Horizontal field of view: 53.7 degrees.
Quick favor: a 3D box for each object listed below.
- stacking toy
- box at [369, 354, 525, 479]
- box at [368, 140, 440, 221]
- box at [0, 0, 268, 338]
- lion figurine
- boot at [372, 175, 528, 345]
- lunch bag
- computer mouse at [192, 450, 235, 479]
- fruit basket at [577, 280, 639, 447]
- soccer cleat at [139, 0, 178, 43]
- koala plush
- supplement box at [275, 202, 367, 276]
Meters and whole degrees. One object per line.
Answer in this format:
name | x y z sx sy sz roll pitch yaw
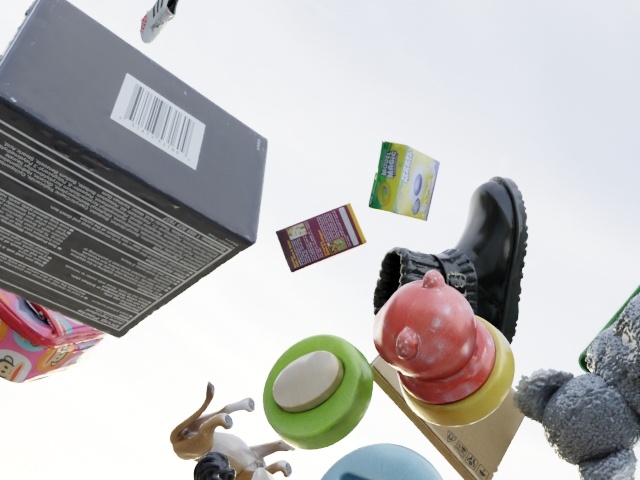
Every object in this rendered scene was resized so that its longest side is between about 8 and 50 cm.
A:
stacking toy | 0.020 0.178 0.601 0.279 0.309 0.130 -5 -39 31
box | 0.171 0.193 0.819 0.201 0.164 0.021 47 -45 5
box | 0.129 -0.090 0.976 0.043 0.179 0.105 14 -86 31
box | -0.269 -0.063 0.732 0.296 0.183 0.294 33 -49 -31
lion figurine | -0.209 0.452 1.336 0.240 0.142 0.392 -24 -60 17
boot | 0.239 0.028 1.173 0.259 0.348 0.131 10 -15 -14
lunch bag | -0.497 0.087 0.984 0.293 0.258 0.120 42 -82 11
computer mouse | -0.158 0.224 0.466 0.042 0.192 0.106 50 -44 29
fruit basket | 0.569 0.176 1.009 0.165 0.327 0.353 39 2 1
soccer cleat | -0.205 -0.289 0.813 0.035 0.029 0.083 40 -77 32
koala plush | 0.358 0.187 0.757 0.221 0.196 0.203 -36 -38 6
supplement box | 0.000 0.000 1.458 0.081 0.188 0.104 100 -32 -78
